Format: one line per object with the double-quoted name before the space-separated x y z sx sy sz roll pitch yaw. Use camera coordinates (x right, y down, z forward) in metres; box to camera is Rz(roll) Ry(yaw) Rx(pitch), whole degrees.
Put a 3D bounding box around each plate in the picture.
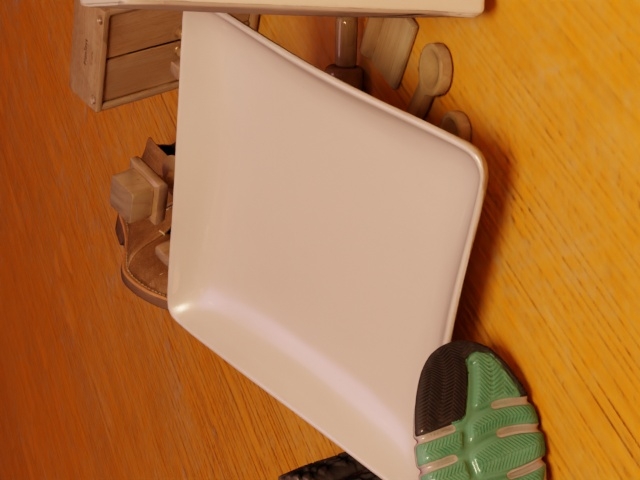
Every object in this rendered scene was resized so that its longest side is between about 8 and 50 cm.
"plate" 0.000 0.000 0.988 0.278 0.045 0.277 33 130 35

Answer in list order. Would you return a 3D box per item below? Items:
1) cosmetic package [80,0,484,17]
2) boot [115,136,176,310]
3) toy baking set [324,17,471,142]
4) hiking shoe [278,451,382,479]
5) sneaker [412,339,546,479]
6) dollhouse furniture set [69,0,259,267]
"cosmetic package" -0.026 -0.251 0.866 0.138 0.224 0.224 -160 71 -67
"boot" -0.141 -0.016 1.426 0.305 0.112 0.115 -130 50 -59
"toy baking set" 0.046 -0.048 1.021 0.197 0.030 0.256 -134 43 -58
"hiking shoe" 0.040 0.227 1.063 0.227 0.086 0.114 -176 68 -74
"sneaker" 0.098 0.177 0.879 0.098 0.083 0.224 121 138 -65
"dollhouse furniture set" -0.034 -0.112 1.155 0.355 0.174 0.303 42 138 32
